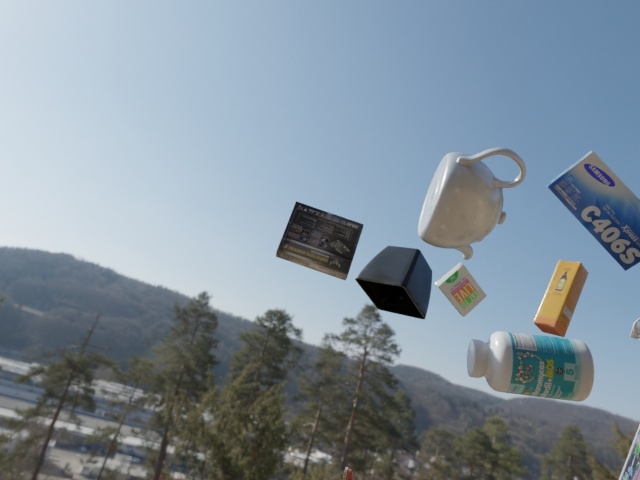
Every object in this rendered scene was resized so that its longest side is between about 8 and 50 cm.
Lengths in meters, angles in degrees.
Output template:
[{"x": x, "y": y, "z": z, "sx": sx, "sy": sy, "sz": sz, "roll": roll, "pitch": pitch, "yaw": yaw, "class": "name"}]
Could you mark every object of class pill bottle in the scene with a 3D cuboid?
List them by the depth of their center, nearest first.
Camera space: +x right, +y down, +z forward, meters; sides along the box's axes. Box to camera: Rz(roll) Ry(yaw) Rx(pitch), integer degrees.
[{"x": 0.498, "y": 0.300, "z": 1.168, "sx": 0.264, "sy": 0.146, "sz": 0.146, "roll": 5, "pitch": -18, "yaw": 8, "class": "pill bottle"}]

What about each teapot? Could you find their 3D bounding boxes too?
[{"x": 0.360, "y": -0.087, "z": 1.172, "sx": 0.187, "sy": 0.252, "sz": 0.256, "roll": 18, "pitch": 1, "yaw": 4, "class": "teapot"}]

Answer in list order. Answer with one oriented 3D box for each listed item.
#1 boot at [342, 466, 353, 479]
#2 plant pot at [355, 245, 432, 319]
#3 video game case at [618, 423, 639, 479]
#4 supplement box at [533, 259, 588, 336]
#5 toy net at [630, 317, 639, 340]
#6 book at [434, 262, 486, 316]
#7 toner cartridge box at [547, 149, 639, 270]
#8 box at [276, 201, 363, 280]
[{"x": 0.106, "y": 0.769, "z": 1.454, "sx": 0.085, "sy": 0.158, "sz": 0.059, "roll": -5, "pitch": -30, "yaw": 2, "class": "boot"}, {"x": 0.258, "y": 0.122, "z": 1.561, "sx": 0.188, "sy": 0.167, "sz": 0.187, "roll": 7, "pitch": -34, "yaw": 43, "class": "plant pot"}, {"x": 0.465, "y": 0.305, "z": 0.649, "sx": 0.023, "sy": 0.201, "sz": 0.183, "roll": 14, "pitch": 13, "yaw": 16, "class": "video game case"}, {"x": 0.758, "y": 0.179, "z": 1.516, "sx": 0.080, "sy": 0.233, "sz": 0.078, "roll": 37, "pitch": -16, "yaw": -30, "class": "supplement box"}, {"x": 0.806, "y": 0.186, "z": 1.134, "sx": 0.122, "sy": 0.045, "sz": 0.232, "roll": 30, "pitch": -38, "yaw": 6, "class": "toy net"}, {"x": 0.409, "y": 0.142, "z": 1.403, "sx": 0.144, "sy": 0.096, "sz": 0.035, "roll": 47, "pitch": 4, "yaw": -26, "class": "book"}, {"x": 0.884, "y": -0.093, "z": 1.481, "sx": 0.348, "sy": 0.165, "sz": 0.075, "roll": 50, "pitch": 27, "yaw": 8, "class": "toner cartridge box"}, {"x": 0.000, "y": 0.000, "z": 1.498, "sx": 0.231, "sy": 0.183, "sz": 0.056, "roll": 18, "pitch": -23, "yaw": 1, "class": "box"}]
